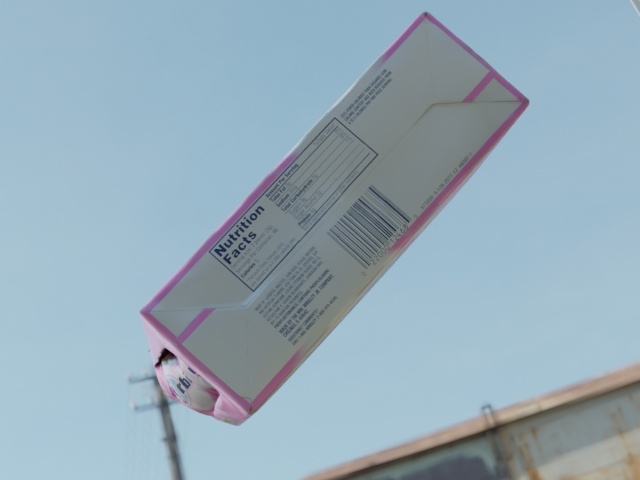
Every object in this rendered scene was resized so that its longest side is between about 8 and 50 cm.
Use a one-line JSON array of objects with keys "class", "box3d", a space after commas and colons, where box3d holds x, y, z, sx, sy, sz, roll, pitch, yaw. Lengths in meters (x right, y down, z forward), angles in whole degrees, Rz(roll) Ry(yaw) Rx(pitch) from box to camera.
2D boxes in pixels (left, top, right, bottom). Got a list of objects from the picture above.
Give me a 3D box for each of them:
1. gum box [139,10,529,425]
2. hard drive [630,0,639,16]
[{"class": "gum box", "box3d": [0.000, 0.000, 0.525, 0.188, 0.062, 0.107, -47, -4, -14]}, {"class": "hard drive", "box3d": [0.275, -0.078, 0.442, 0.308, 0.203, 0.040, 5, -54, -7]}]
